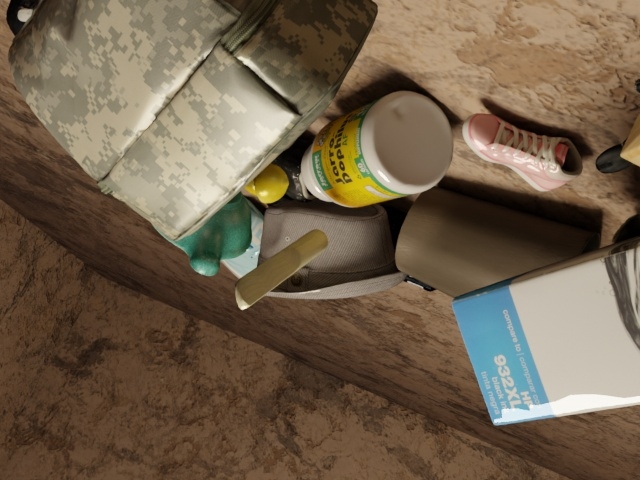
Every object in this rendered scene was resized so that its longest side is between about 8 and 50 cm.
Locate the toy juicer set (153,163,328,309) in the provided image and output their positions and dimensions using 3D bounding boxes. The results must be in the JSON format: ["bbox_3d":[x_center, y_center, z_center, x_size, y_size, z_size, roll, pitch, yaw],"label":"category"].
[{"bbox_3d":[-0.113,-0.033,0.944,0.209,0.089,0.329,-7,-132,-47],"label":"toy juicer set"}]

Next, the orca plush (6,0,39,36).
[{"bbox_3d":[-0.346,-0.249,1.162,0.287,0.102,0.151,35,162,-24],"label":"orca plush"}]

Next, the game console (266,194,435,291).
[{"bbox_3d":[0.061,-0.019,1.327,0.362,0.043,0.213,21,161,17],"label":"game console"}]

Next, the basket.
[{"bbox_3d":[0.227,0.025,1.027,0.227,0.154,0.204,24,169,26],"label":"basket"}]

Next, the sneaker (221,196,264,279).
[{"bbox_3d":[-0.140,0.002,1.534,0.366,0.135,0.150,31,166,-14],"label":"sneaker"}]

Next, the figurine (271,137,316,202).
[{"bbox_3d":[-0.106,-0.162,1.095,0.210,0.092,0.215,24,162,26],"label":"figurine"}]

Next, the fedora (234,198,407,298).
[{"bbox_3d":[0.000,0.000,1.164,0.276,0.124,0.244,6,-164,41],"label":"fedora"}]

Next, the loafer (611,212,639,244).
[{"bbox_3d":[0.369,0.022,0.890,0.092,0.102,0.268,42,151,7],"label":"loafer"}]

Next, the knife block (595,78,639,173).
[{"bbox_3d":[0.269,-0.071,0.533,0.088,0.275,0.242,25,134,4],"label":"knife block"}]

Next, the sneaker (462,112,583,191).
[{"bbox_3d":[0.221,-0.100,0.829,0.134,0.050,0.070,29,162,-18],"label":"sneaker"}]

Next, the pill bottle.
[{"bbox_3d":[0.058,-0.102,0.952,0.118,0.117,0.208,34,163,-20],"label":"pill bottle"}]

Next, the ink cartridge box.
[{"bbox_3d":[0.311,0.053,0.679,0.223,0.128,0.308,-11,171,-43],"label":"ink cartridge box"}]

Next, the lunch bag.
[{"bbox_3d":[-0.133,-0.188,0.731,0.256,0.212,0.305,38,136,-18],"label":"lunch bag"}]
